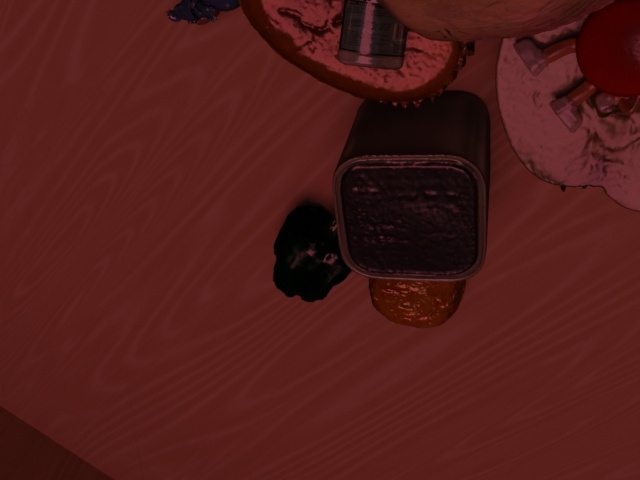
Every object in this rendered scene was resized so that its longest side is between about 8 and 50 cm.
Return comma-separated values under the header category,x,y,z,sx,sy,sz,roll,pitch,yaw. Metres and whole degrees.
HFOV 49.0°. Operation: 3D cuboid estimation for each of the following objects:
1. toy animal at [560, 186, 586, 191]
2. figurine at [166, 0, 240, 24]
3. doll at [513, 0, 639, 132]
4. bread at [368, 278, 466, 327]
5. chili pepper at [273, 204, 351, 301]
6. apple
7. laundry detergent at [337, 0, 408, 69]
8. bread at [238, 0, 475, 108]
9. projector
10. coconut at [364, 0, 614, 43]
category,x,y,z,sx,sy,sz,roll,pitch,yaw
toy animal,0.464,-0.140,1.247,0.065,0.047,0.135,16,123,-6
figurine,-0.203,-0.437,1.184,0.178,0.114,0.144,-24,106,46
doll,0.390,-0.257,0.948,0.217,0.085,0.183,-27,98,49
bread,0.198,0.081,1.440,0.198,0.120,0.236,8,128,8
chili pepper,0.000,0.000,1.417,0.174,0.165,0.261,33,126,6
apple,0.447,-0.236,1.031,0.312,0.320,0.360,-9,125,-24
laundry detergent,0.085,-0.362,0.999,0.099,0.070,0.225,7,111,0
bread,0.060,-0.361,1.116,0.389,0.183,0.236,22,126,-1
projector,0.169,-0.098,1.235,0.248,0.249,0.248,1,126,15
coconut,0.235,-0.433,0.796,0.405,0.404,0.404,8,127,11
